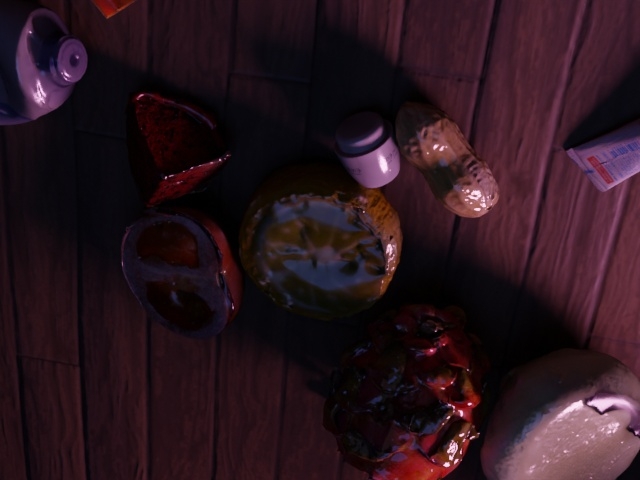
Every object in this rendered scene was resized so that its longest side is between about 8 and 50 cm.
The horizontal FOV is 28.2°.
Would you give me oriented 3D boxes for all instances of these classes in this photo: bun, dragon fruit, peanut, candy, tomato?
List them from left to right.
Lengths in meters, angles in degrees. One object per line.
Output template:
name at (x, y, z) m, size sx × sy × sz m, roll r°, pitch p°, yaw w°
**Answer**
dragon fruit at (-0.228, -0.147, 1.919) m, size 0.127 × 0.120 × 0.161 m, roll -35°, pitch 78°, yaw 58°
tomato at (-0.208, 0.034, 2.024) m, size 0.199 × 0.112 × 0.228 m, roll 6°, pitch 117°, yaw 25°
candy at (0.000, 0.000, 1.960) m, size 0.260 × 0.118 × 0.260 m, roll 5°, pitch 122°, yaw 8°
dragon fruit at (0.150, 0.235, 2.024) m, size 0.250 × 0.269 × 0.291 m, roll 21°, pitch 93°, yaw 14°
peanut at (0.179, -0.115, 1.844) m, size 0.090 × 0.098 × 0.214 m, roll -24°, pitch 116°, yaw 38°
bun at (0.374, 0.282, 2.048) m, size 0.293 × 0.187 × 0.293 m, roll -11°, pitch 128°, yaw -15°

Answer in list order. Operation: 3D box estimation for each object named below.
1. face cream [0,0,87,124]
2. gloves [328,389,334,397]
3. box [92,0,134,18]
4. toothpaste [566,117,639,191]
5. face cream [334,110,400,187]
face cream at (-0.534, -0.269, 1.885) m, size 0.420 × 0.137 × 0.235 m, roll 3°, pitch 129°, yaw 24°
gloves at (0.058, 0.278, 2.208) m, size 0.086 × 0.026 × 0.064 m, roll -6°, pitch 125°, yaw 9°
box at (-0.260, -0.395, 1.753) m, size 0.175 × 0.048 × 0.112 m, roll -25°, pitch 119°, yaw 26°
toothpaste at (0.465, -0.143, 1.795) m, size 0.234 × 0.057 × 0.089 m, roll -29°, pitch 114°, yaw 36°
face cream at (0.070, -0.132, 1.857) m, size 0.091 × 0.091 × 0.095 m, roll -13°, pitch 127°, yaw 20°
